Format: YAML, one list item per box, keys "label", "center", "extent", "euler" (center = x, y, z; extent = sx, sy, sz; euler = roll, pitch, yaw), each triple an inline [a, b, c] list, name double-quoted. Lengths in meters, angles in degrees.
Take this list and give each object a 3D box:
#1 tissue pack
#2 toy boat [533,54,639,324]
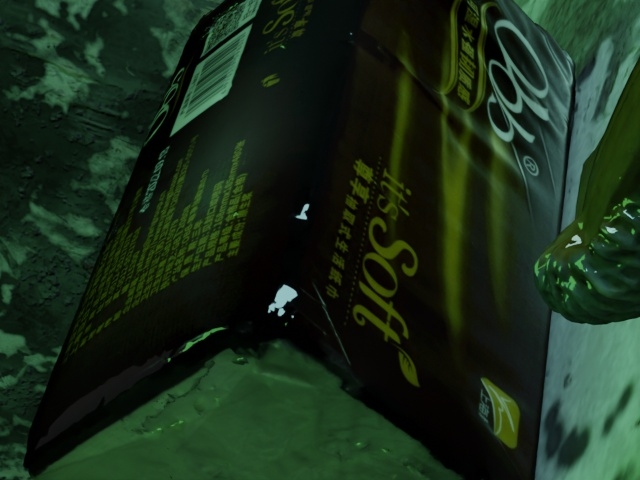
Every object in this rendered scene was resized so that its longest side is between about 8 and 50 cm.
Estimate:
- label: "tissue pack"
  center: [0.000, 0.000, 0.942]
  extent: [0.210, 0.198, 0.370]
  euler: [-35, 27, 38]
- label: "toy boat"
  center: [0.177, -0.077, 0.558]
  extent: [0.121, 0.089, 0.321]
  euler: [-85, 21, -47]
